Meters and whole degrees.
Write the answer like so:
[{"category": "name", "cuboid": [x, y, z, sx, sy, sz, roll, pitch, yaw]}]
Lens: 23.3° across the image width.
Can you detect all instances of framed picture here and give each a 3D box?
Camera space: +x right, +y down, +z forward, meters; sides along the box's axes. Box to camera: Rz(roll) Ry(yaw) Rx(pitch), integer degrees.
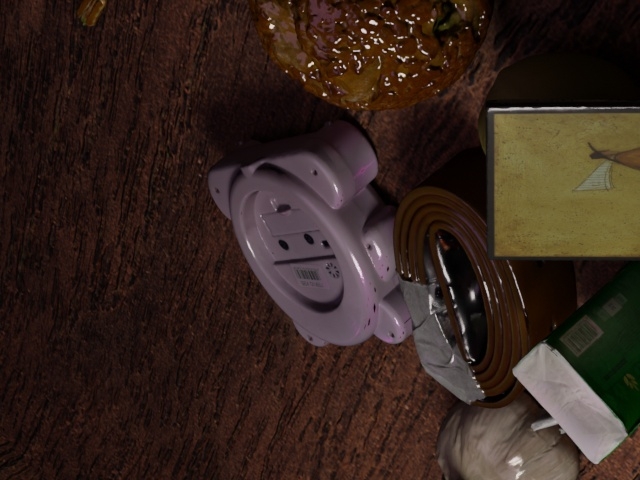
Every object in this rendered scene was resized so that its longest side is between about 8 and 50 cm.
[{"category": "framed picture", "cuboid": [0.341, -0.057, 1.615, 0.338, 0.014, 0.255, 1, 142, 7]}]

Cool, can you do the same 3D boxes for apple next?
[{"category": "apple", "cuboid": [0.269, -0.117, 1.713, 0.200, 0.200, 0.200, 30, 140, 30]}]

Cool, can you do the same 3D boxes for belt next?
[{"category": "belt", "cuboid": [0.207, 0.056, 1.991, 0.217, 0.122, 0.339, 15, 130, 41]}]

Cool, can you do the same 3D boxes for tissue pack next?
[{"category": "tissue pack", "cuboid": [0.343, 0.143, 1.829, 0.148, 0.209, 0.156, 46, 148, 10]}]

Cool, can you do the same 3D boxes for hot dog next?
[{"category": "hot dog", "cuboid": [-0.348, -0.357, 2.373, 0.037, 0.021, 0.083, 45, 145, -6]}]

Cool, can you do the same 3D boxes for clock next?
[{"category": "clock", "cuboid": [0.000, 0.000, 2.197, 0.295, 0.113, 0.322, -8, 115, 52]}]

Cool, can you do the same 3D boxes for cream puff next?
[{"category": "cream puff", "cuboid": [0.041, -0.276, 1.813, 0.303, 0.212, 0.303, 33, 146, 26]}]

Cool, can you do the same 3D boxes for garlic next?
[{"category": "garlic", "cuboid": [0.226, 0.323, 2.125, 0.218, 0.212, 0.218, 27, 132, 35]}]
